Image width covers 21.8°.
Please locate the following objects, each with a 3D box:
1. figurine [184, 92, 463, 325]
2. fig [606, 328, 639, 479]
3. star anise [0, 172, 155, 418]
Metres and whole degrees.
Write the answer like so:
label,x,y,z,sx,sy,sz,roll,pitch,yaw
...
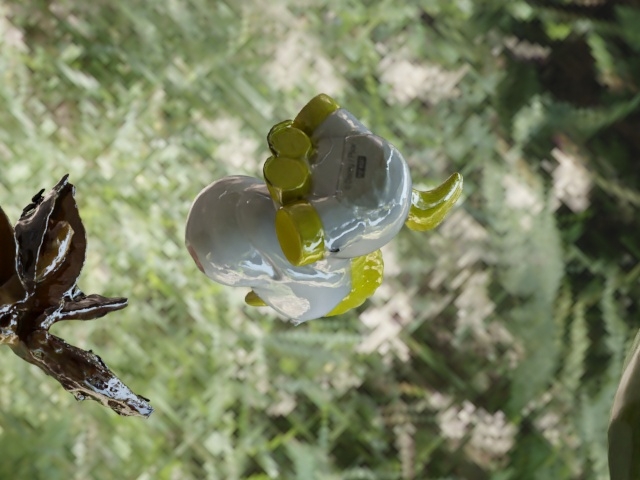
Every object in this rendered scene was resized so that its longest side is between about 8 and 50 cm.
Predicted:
label,x,y,z,sx,sy,sz,roll,pitch,yaw
figurine,-0.008,-0.001,0.980,0.178,0.130,0.109,-42,-140,43
fig,0.232,0.099,0.921,0.233,0.167,0.167,-31,166,-38
star anise,-0.193,0.020,1.029,0.053,0.212,0.157,147,-48,-64
